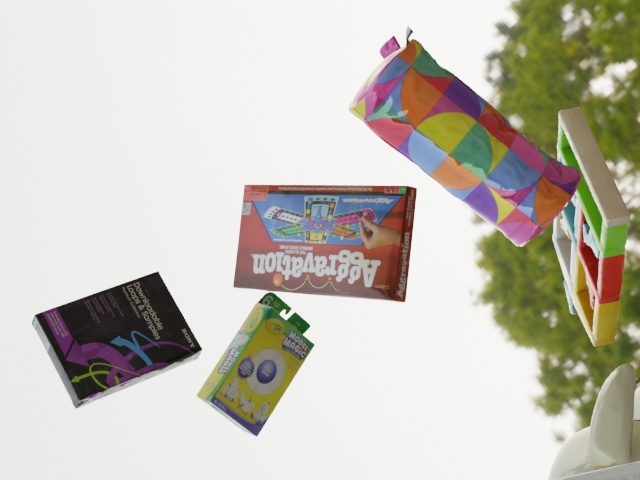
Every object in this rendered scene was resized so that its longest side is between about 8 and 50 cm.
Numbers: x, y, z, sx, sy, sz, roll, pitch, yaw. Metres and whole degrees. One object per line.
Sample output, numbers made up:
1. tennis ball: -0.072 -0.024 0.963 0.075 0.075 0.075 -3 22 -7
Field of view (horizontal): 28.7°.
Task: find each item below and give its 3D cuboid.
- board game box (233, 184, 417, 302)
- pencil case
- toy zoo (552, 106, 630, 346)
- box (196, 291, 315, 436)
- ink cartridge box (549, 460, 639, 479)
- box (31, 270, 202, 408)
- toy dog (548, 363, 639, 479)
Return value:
1. board game box: 0.000 0.000 1.628 0.027 0.281 0.145 9 -95 -49
2. pencil case: 0.140 -0.100 1.218 0.236 0.104 0.104 41 -136 -4
3. toy zoo: 0.340 0.000 1.597 0.030 0.293 0.192 -11 -132 -2
4. box: -0.081 0.169 1.733 0.105 0.043 0.179 43 -109 -36
5. ink cartridge box: 0.260 0.257 0.943 0.065 0.311 0.186 40 -138 -36
6. box: -0.231 0.110 1.434 0.162 0.029 0.116 -20 -112 -32
7. toy dog: 0.433 0.316 1.636 0.408 0.284 0.396 -30 -78 -53
